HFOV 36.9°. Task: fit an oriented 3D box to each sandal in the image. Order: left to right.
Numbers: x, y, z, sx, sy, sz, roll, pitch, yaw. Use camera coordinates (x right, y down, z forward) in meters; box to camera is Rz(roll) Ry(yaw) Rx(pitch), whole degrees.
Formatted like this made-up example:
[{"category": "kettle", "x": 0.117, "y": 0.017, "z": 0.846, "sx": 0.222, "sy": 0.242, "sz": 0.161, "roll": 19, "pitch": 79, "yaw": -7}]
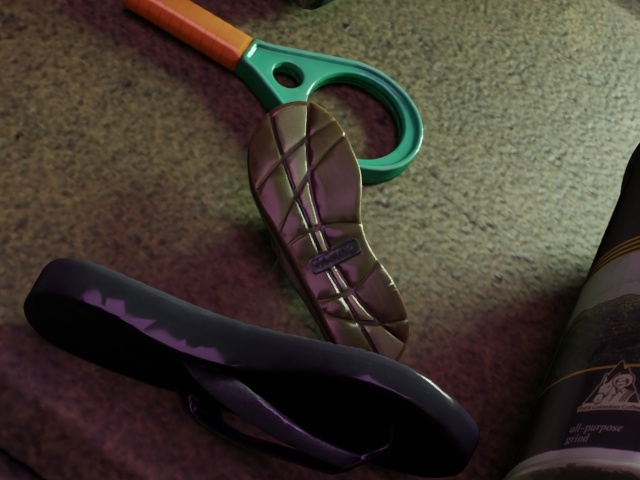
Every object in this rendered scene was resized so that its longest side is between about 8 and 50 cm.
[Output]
[{"category": "sandal", "x": -0.042, "y": 0.086, "z": 0.521, "sx": 0.254, "sy": 0.097, "sz": 0.055, "roll": 18, "pitch": 56, "yaw": 3}, {"category": "sandal", "x": 0.000, "y": 0.000, "z": 0.610, "sx": 0.072, "sy": 0.049, "sz": 0.180, "roll": -20, "pitch": 85, "yaw": -22}]

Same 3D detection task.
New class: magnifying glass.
[{"category": "magnifying glass", "x": -0.032, "y": -0.118, "z": 0.673, "sx": 0.230, "sy": 0.026, "sz": 0.092, "roll": 30, "pitch": 57, "yaw": -1}]

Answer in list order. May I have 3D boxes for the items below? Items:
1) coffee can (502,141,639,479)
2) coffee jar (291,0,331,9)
[{"category": "coffee can", "x": 0.241, "y": 0.078, "z": 0.557, "sx": 0.201, "sy": 0.201, "sz": 0.275, "roll": 32, "pitch": 57, "yaw": 0}, {"category": "coffee jar", "x": 0.037, "y": -0.253, "z": 0.740, "sx": 0.184, "sy": 0.079, "sz": 0.096, "roll": -32, "pitch": 73, "yaw": -30}]
